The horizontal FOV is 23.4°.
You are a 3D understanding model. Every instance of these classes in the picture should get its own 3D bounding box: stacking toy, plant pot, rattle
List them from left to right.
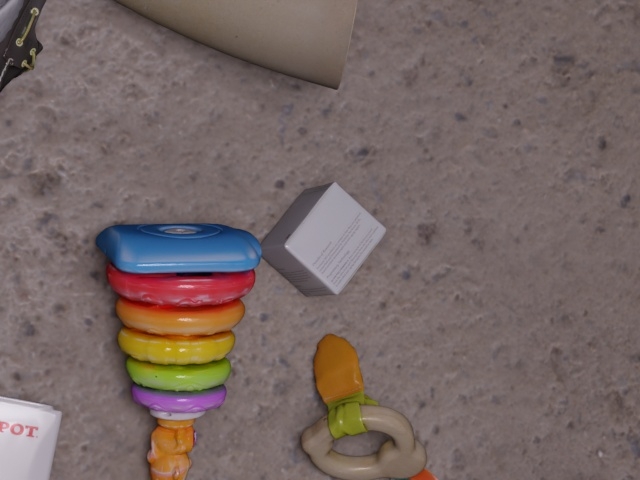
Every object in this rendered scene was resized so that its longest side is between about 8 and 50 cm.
[{"bbox_3d":[-0.158,0.136,1.704,0.165,0.175,0.302,0,100,-18],"label":"stacking toy"},{"bbox_3d":[-0.096,-0.312,1.700,0.274,0.256,0.256,8,85,-3],"label":"plant pot"},{"bbox_3d":[0.067,0.223,1.835,0.199,0.143,0.130,27,111,-33],"label":"rattle"}]

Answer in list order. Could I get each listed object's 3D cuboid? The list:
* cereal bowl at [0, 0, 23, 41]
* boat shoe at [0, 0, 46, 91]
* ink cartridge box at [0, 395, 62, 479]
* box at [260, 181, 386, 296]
[{"bbox_3d":[-0.464,-0.270,1.555,0.339,0.141,0.339,12,48,-14],"label":"cereal bowl"},{"bbox_3d":[-0.332,-0.223,1.673,0.068,0.081,0.228,17,80,-15],"label":"boat shoe"},{"bbox_3d":[-0.399,0.288,1.613,0.198,0.115,0.273,13,84,-20],"label":"ink cartridge box"},{"bbox_3d":[0.000,0.000,1.779,0.087,0.101,0.102,41,74,-14],"label":"box"}]
